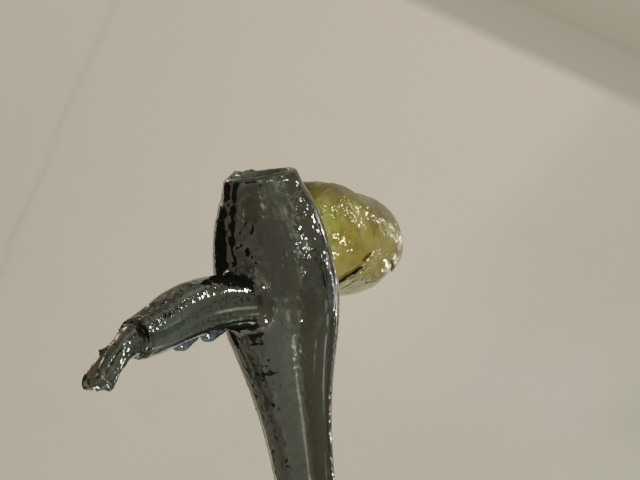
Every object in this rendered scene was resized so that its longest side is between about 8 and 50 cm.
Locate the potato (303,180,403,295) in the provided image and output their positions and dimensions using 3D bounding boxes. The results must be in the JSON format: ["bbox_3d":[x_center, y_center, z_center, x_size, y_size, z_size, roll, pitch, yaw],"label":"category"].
[{"bbox_3d":[0.000,0.000,1.419,0.170,0.107,0.080,13,73,-67],"label":"potato"}]

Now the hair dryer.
[{"bbox_3d":[-0.061,0.067,1.027,0.219,0.075,0.195,-17,102,-57],"label":"hair dryer"}]
